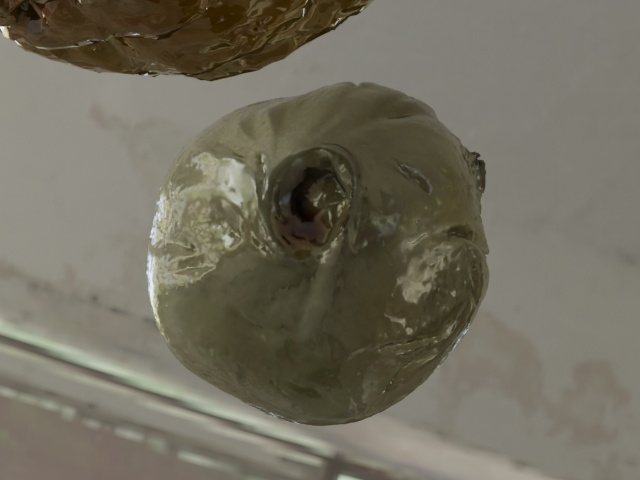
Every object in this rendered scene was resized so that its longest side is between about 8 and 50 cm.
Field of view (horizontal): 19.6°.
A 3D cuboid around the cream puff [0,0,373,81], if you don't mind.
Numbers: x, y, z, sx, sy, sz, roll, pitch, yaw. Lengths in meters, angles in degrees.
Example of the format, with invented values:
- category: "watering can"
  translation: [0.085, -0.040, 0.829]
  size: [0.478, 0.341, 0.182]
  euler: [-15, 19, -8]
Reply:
- category: "cream puff"
  translation: [-0.105, -0.205, 0.602]
  size: [0.327, 0.342, 0.231]
  euler: [-10, 13, 27]

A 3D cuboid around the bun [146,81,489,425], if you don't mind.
- category: "bun"
  translation: [0.000, 0.000, 0.899]
  size: [0.167, 0.173, 0.113]
  euler: [18, -9, 7]
